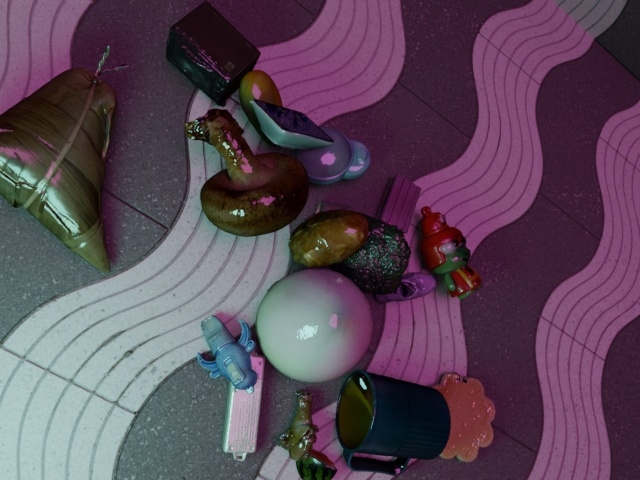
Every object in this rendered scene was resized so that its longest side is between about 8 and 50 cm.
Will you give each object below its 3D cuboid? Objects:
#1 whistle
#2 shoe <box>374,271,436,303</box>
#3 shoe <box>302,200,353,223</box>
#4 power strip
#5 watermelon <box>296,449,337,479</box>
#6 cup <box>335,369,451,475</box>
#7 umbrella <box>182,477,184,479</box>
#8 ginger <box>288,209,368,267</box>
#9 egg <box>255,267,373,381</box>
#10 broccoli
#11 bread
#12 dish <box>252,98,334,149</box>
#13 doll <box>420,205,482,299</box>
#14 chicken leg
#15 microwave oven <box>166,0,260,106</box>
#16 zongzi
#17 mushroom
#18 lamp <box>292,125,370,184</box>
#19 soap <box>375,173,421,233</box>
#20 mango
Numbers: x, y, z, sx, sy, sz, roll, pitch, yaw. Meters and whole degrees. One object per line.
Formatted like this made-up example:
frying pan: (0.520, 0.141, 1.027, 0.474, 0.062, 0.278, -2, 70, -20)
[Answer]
whistle: (-0.267, 0.333, 1.333, 0.180, 0.093, 0.269, -39, 61, 1)
shoe: (0.322, 0.166, 1.613, 0.245, 0.138, 0.095, -10, 88, -23)
shoe: (0.020, -0.101, 1.573, 0.195, 0.079, 0.078, -23, 102, -19)
power strip: (-0.229, 0.477, 1.376, 0.098, 0.058, 0.338, 9, 77, -19)
watermelon: (-0.015, 0.687, 1.421, 0.135, 0.125, 0.094, 49, 35, 13)
cup: (0.226, 0.587, 1.438, 0.292, 0.242, 0.307, 16, 72, -21)
umbrella: (-0.379, 0.746, 1.283, 0.022, 0.022, 0.148, 5, 76, -48)
ginger: (0.000, 0.000, 1.407, 0.172, 0.321, 0.165, -42, 110, -41)
egg: (0.003, 0.250, 1.361, 0.355, 0.340, 0.354, 4, 79, -19)
broccoli: (0.183, 0.037, 1.530, 0.297, 0.298, 0.297, -26, 90, -45)
bread: (0.497, 0.629, 1.637, 0.316, 0.054, 0.315, 5, 77, -22)
dish: (-0.098, -0.347, 1.441, 0.243, 0.080, 0.182, -3, 43, -50)
doll: (0.458, 0.039, 1.678, 0.183, 0.160, 0.362, -20, 85, -38)
chicken leg: (-0.057, 0.566, 1.397, 0.080, 0.125, 0.196, 42, 63, -52)
microwave oven: (-0.353, -0.589, 1.467, 0.247, 0.178, 0.188, 41, 68, -10)
zongzi: (-0.645, -0.230, 1.322, 0.467, 0.218, 0.500, 54, 51, -32)
mushroom: (-0.197, -0.201, 1.381, 0.331, 0.334, 0.356, -12, 117, -41)
lamp: (0.034, -0.293, 1.581, 0.284, 0.147, 0.209, 11, 71, -21)
soap: (0.288, -0.130, 1.694, 0.122, 0.065, 0.203, 28, 71, -15)
mango: (-0.182, -0.436, 1.508, 0.156, 0.114, 0.251, -75, 145, -47)
